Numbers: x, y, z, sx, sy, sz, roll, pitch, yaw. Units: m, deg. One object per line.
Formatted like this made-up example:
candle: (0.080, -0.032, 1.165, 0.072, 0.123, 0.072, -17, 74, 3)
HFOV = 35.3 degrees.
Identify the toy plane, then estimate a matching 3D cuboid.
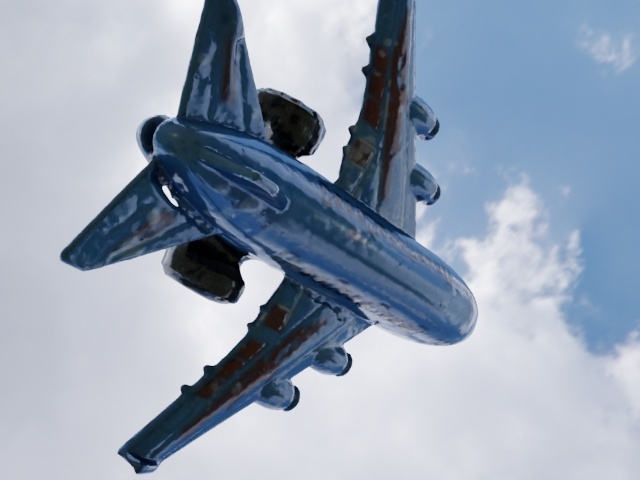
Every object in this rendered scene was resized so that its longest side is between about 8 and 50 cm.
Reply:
toy plane: (0.000, 0.000, 0.483, 0.105, 0.271, 0.254, 25, -95, 32)
